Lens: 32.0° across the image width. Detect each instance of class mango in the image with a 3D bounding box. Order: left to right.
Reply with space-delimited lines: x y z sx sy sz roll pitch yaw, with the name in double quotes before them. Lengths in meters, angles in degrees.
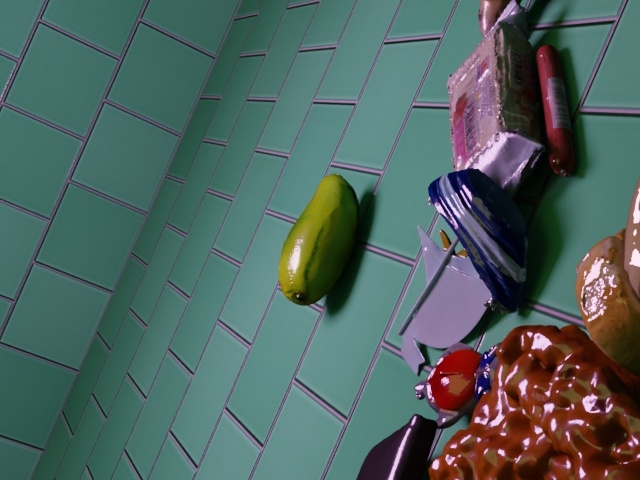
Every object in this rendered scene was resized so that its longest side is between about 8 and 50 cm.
"mango" 0.000 0.000 1.838 0.125 0.111 0.233 -19 50 57

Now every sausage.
"sausage" 0.297 -0.169 1.416 0.034 0.034 0.253 -46 28 41

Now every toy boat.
"toy boat" 0.158 0.059 1.426 0.220 0.067 0.291 59 134 36

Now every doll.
"doll" 0.177 0.165 1.317 0.194 0.062 0.104 -23 65 50

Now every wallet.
"wallet" 0.034 0.386 1.279 0.378 0.051 0.197 -64 4 -29

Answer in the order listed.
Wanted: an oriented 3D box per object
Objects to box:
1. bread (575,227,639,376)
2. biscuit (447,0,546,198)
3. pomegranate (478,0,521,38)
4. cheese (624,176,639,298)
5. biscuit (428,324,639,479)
"bread" 0.300 0.052 1.055 0.073 0.122 0.149 -45 30 36
"biscuit" 0.235 -0.163 1.491 0.186 0.079 0.309 127 156 -46
"pomegranate" 0.262 -0.391 1.565 0.179 0.179 0.211 -20 70 62
"cheese" 0.360 -0.023 0.944 0.214 0.117 0.226 -4 75 56
"biscuit" 0.207 0.246 1.092 0.312 0.110 0.318 -61 22 16
